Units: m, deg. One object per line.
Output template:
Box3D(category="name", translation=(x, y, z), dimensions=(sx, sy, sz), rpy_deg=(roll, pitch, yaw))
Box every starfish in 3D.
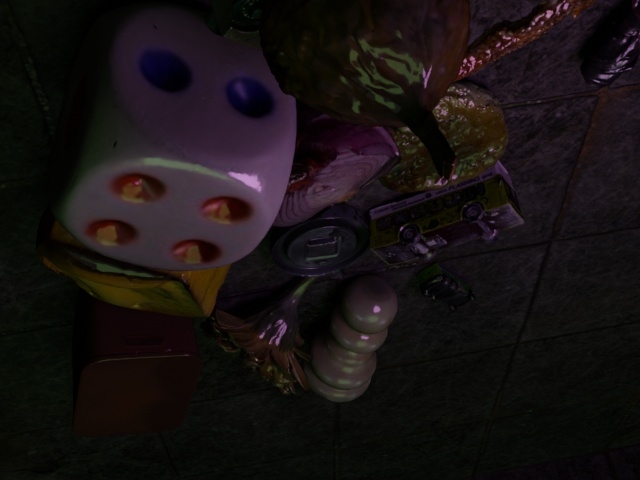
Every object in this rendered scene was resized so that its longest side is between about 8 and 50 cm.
Box3D(category="starfish", translation=(0.370, -0.408, 1.420), dimensions=(0.384, 0.132, 0.398), rpy_deg=(-28, 148, -50))

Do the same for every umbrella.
Box3D(category="umbrella", translation=(0.550, -0.381, 1.627), dimensions=(0.090, 0.094, 0.326), rpy_deg=(-7, 149, -36))

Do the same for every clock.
Box3D(category="clock", translation=(0.000, 0.000, 2.040), dimensions=(0.215, 0.042, 0.215), rpy_deg=(-10, 146, -6))

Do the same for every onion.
Box3D(category="onion", translation=(-0.023, -0.148, 1.650), dimensions=(0.267, 0.159, 0.348), rpy_deg=(-31, 169, 11))

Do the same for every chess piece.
Box3D(category="chess piece", translation=(0.079, 0.213, 2.277), dimensions=(0.182, 0.182, 0.330), rpy_deg=(1, 139, -20))

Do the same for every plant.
Box3D(category="plant", translation=(-0.134, 0.185, 2.185), dimensions=(0.261, 0.297, 0.306), rpy_deg=(7, -168, 10))

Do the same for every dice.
Box3D(category="dice", translation=(-0.224, -0.152, 1.477), dimensions=(0.304, 0.304, 0.277), rpy_deg=(15, 140, -26))

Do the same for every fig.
Box3D(category="fig", translation=(0.080, -0.216, 1.260), dimensions=(0.286, 0.369, 0.286), rpy_deg=(-12, 149, -7))

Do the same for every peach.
Box3D(category="peach", translation=(-0.323, -0.014, 1.731), dimensions=(0.306, 0.242, 0.380), rpy_deg=(9, 168, 12))

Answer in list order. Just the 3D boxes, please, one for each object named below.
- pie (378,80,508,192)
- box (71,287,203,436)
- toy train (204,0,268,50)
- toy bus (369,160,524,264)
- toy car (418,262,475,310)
Box3D(category="pie", translation=(0.221, -0.186, 1.811), dimensions=(0.277, 0.078, 0.277), rpy_deg=(-11, 147, -7))
Box3D(category="box", translation=(-0.399, 0.235, 2.077), dimensions=(0.239, 0.229, 0.339), rpy_deg=(0, 144, -19))
Box3D(category="toy train", translation=(-0.036, -0.397, 1.369), dimensions=(0.159, 0.129, 0.326), rpy_deg=(11, 139, -41))
Box3D(category="toy bus", translation=(0.245, -0.054, 1.968), dimensions=(0.301, 0.139, 0.113), rpy_deg=(-19, 146, 23))
Box3D(category="toy car", translation=(0.294, 0.108, 2.282), dimensions=(0.071, 0.062, 0.165), rpy_deg=(-31, 142, 27))
